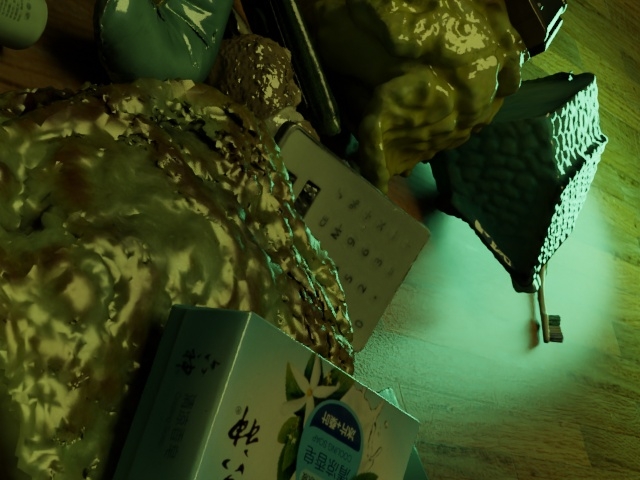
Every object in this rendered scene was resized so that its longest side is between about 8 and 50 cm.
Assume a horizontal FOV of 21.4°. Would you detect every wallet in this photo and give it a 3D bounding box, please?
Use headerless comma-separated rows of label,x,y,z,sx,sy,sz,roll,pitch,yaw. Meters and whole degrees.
wallet,-0.043,-0.224,1.779,0.160,0.055,0.236,-153,-140,-75

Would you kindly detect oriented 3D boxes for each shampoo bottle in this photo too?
shampoo bottle,-0.303,-0.204,1.366,0.195,0.056,0.056,18,53,-56

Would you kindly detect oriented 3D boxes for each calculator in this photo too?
calculator,0.000,0.000,1.691,0.021,0.161,0.262,28,-5,44

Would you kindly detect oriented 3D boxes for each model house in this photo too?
model house,0.243,-0.072,2.153,0.261,0.226,0.241,-37,117,-60

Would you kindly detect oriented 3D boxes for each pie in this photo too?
pie,-0.151,0.061,1.301,0.418,0.180,0.395,-39,107,-55

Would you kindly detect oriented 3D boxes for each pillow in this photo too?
pillow,-0.139,-0.241,1.580,0.214,0.086,0.233,52,56,-69

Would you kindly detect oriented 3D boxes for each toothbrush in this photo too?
toothbrush,0.309,0.022,2.361,0.030,0.030,0.304,43,32,-38

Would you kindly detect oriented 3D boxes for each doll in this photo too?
doll,-0.069,-0.148,1.695,0.115,0.105,0.221,-6,80,-36

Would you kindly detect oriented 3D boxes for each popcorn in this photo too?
popcorn,0.101,-0.219,1.919,0.293,0.237,0.293,61,8,-16

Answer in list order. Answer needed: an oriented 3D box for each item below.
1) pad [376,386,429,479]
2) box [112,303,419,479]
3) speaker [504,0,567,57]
pad,0.089,0.308,1.735,0.202,0.005,0.299,-16,83,-64
box,-0.034,0.156,1.248,0.232,0.083,0.142,38,64,-46
speaker,0.163,-0.294,2.110,0.192,0.231,0.153,60,27,-13
